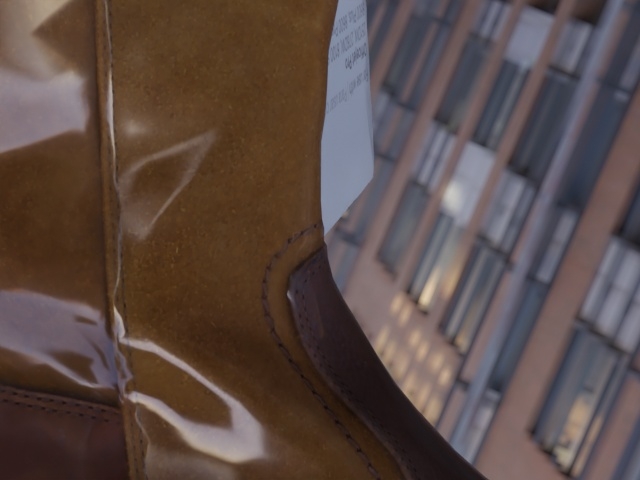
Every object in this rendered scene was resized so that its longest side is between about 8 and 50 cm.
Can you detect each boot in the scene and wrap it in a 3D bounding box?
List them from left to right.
[{"bbox_3d":[0.000,0.000,0.555,0.264,0.280,0.096,-3,-174,-5],"label":"boot"}]

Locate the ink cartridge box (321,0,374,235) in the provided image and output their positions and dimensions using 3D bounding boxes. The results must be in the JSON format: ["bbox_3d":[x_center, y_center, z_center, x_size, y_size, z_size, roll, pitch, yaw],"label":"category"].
[{"bbox_3d":[-0.141,-0.188,0.756,0.285,0.395,0.166,-2,-166,12],"label":"ink cartridge box"}]
